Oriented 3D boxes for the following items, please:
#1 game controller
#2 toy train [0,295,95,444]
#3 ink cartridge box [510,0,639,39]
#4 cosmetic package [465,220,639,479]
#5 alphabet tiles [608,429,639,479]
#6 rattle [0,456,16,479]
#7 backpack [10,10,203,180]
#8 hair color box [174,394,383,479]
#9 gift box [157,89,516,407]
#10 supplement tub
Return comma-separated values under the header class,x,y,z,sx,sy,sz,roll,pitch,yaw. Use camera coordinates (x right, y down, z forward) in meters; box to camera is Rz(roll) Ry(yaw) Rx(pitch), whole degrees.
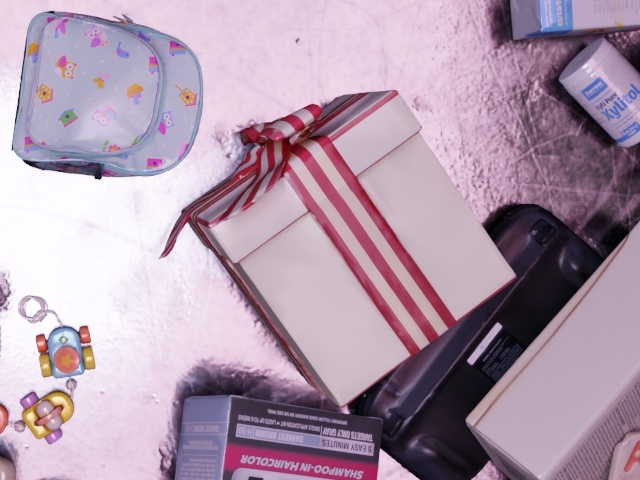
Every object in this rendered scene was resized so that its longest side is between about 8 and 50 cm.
class,x,y,z,sx,sy,sz,roll,pitch,yaw
game controller,0.184,0.118,1.669,0.166,0.067,0.319,41,86,-23
toy train,-0.307,0.147,1.587,0.125,0.046,0.166,30,88,-10
ink cartridge box,0.305,-0.255,1.639,0.181,0.104,0.061,-6,94,-9
cosmetic package,0.308,0.132,1.612,0.113,0.160,0.309,37,80,31
alphabet tiles,0.370,0.328,1.658,0.284,0.021,0.278,-4,111,-29
rattle,-0.393,0.300,1.529,0.130,0.143,0.199,26,95,5
backpack,-0.209,-0.143,1.542,0.188,0.144,0.166,9,86,-13
hair color box,-0.057,0.354,1.543,0.185,0.113,0.374,12,78,-29
gift box,0.000,0.000,1.528,0.276,0.255,0.258,-36,100,-12
supplement tub,0.320,-0.160,1.664,0.107,0.071,0.071,43,86,-9
